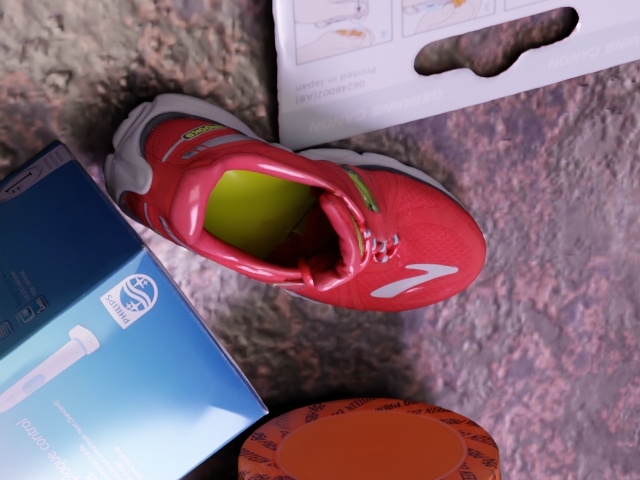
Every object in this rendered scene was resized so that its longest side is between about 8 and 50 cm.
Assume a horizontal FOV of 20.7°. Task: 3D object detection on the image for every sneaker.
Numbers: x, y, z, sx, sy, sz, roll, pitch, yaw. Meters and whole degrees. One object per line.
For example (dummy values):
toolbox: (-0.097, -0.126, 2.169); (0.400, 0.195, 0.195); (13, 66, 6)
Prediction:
sneaker: (0.000, 0.000, 1.054); (0.279, 0.118, 0.107); (14, 104, -37)

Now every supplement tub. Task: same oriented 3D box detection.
supplement tub: (0.034, 0.287, 1.128); (0.207, 0.207, 0.338); (-9, 112, -18)

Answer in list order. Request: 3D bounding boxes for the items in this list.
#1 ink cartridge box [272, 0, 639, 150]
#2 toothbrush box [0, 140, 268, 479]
ink cartridge box: (0.091, -0.265, 1.049); (0.308, 0.091, 0.385); (-16, 130, -16)
toothbrush box: (-0.207, 0.101, 0.964); (0.295, 0.216, 0.126); (-37, 117, -7)
